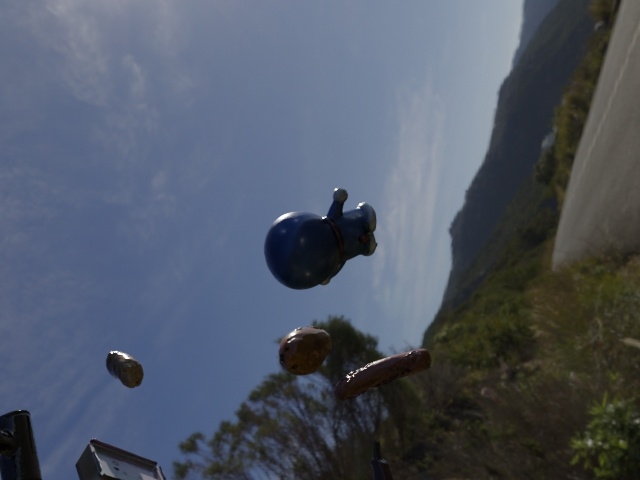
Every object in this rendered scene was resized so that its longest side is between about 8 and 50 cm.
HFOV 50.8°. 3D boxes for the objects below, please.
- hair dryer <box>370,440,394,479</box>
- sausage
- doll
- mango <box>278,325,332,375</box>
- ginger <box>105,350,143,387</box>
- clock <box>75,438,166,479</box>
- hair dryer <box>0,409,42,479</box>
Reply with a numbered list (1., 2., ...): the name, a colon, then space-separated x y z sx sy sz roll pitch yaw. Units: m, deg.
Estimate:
1. hair dryer: 0.212 0.688 1.793 0.123 0.312 0.340 16 -129 -38
2. sausage: 0.191 0.416 2.105 0.079 0.327 0.087 -109 -2 -52
3. doll: 0.000 0.000 1.427 0.257 0.161 0.215 -15 -69 -30
4. mango: -0.043 0.369 2.285 0.249 0.151 0.156 -12 -108 -61
5. ginger: -0.542 0.352 1.851 0.069 0.190 0.095 -13 -75 -37
6. clock: -0.441 0.537 1.515 0.192 0.147 0.071 35 -92 -33
7. hair dryer: -0.733 0.459 1.520 0.197 0.089 0.251 61 177 34
